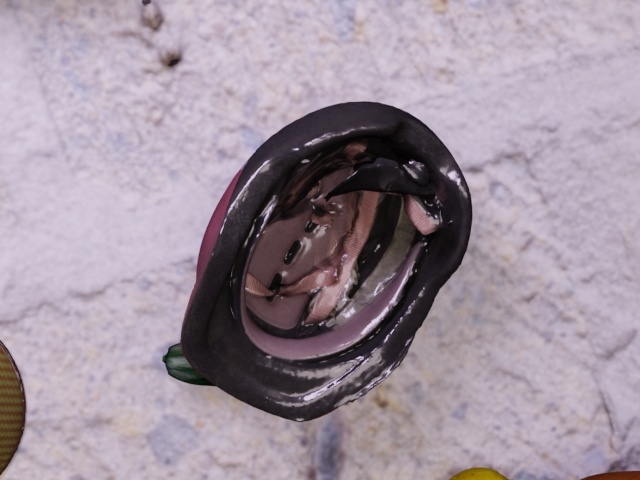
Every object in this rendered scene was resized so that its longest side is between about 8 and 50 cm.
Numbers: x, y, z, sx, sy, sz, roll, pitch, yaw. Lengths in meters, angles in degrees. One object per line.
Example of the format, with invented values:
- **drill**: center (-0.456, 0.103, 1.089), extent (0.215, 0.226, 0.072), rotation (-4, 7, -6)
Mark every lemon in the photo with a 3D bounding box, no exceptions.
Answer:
- **lemon**: center (0.144, 0.237, 0.847), extent (0.083, 0.062, 0.062), rotation (-21, 98, -4)

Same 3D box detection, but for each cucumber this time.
- **cucumber**: center (-0.084, 0.106, 0.814), extent (0.105, 0.048, 0.048), rotation (-2, 96, -3)

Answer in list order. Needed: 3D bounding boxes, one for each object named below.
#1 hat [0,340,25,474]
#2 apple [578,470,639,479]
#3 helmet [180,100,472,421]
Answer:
- **hat**: center (-0.347, 0.148, 0.769), extent (0.193, 0.082, 0.193), rotation (-1, 95, -7)
- **apple**: center (0.277, 0.298, 0.796), extent (0.230, 0.230, 0.230), rotation (-1, 96, -7)
- **helmet**: center (0.000, 0.000, 0.763), extent (0.198, 0.154, 0.253), rotation (35, 106, -25)
